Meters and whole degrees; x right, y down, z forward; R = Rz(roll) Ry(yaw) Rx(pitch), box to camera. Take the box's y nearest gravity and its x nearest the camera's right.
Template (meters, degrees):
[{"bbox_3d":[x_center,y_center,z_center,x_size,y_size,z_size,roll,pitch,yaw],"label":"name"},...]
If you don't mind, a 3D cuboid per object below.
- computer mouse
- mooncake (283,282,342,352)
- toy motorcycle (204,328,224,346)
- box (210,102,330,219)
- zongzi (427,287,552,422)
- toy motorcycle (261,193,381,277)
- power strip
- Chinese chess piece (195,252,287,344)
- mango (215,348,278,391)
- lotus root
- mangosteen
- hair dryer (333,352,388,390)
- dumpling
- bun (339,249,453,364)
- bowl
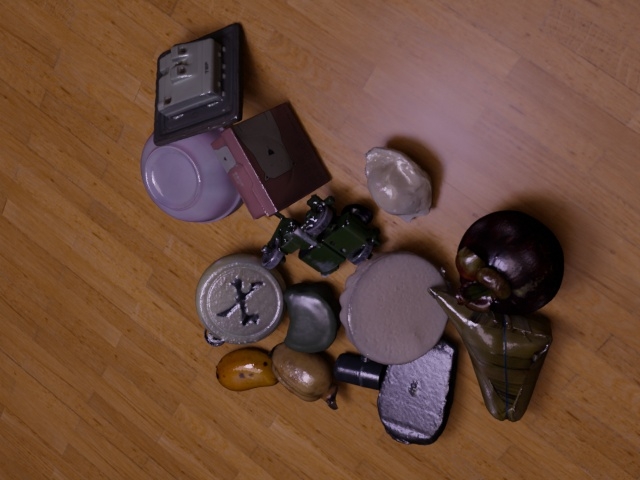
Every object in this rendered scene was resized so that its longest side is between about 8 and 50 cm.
[{"bbox_3d":[0.237,0.347,1.918,0.168,0.087,0.295,17,102,26],"label":"computer mouse"},{"bbox_3d":[-0.029,0.186,1.965,0.168,0.104,0.175,35,113,-2],"label":"mooncake"},{"bbox_3d":[-0.219,0.181,2.075,0.151,0.074,0.228,18,105,9],"label":"toy motorcycle"},{"bbox_3d":[-0.111,-0.179,1.823,0.086,0.215,0.215,-24,97,43],"label":"box"},{"bbox_3d":[0.344,0.254,1.787,0.289,0.123,0.260,15,114,4],"label":"zongzi"},{"bbox_3d":[0.000,0.000,1.884,0.205,0.127,0.275,34,134,-24],"label":"toy motorcycle"},{"bbox_3d":[-0.296,-0.366,1.854,0.251,0.092,0.257,-11,67,22],"label":"power strip"},{"bbox_3d":[-0.193,0.147,1.987,0.238,0.092,0.237,-1,99,-6],"label":"Chinese chess piece"},{"bbox_3d":[-0.190,0.337,2.108,0.178,0.090,0.115,-12,112,25],"label":"mango"},{"bbox_3d":[-0.033,0.336,2.017,0.221,0.118,0.125,34,163,15],"label":"lotus root"},{"bbox_3d":[0.369,0.059,1.649,0.228,0.265,0.228,33,139,33],"label":"mangosteen"},{"bbox_3d":[0.105,0.250,1.958,0.124,0.071,0.219,12,106,21],"label":"hair dryer"},{"bbox_3d":[0.178,-0.124,1.765,0.136,0.118,0.199,-13,123,30],"label":"dumpling"},{"bbox_3d":[0.149,0.143,1.833,0.175,0.263,0.263,13,122,68],"label":"bun"},{"bbox_3d":[-0.322,-0.168,1.962,0.287,0.144,0.287,8,111,21],"label":"bowl"}]
